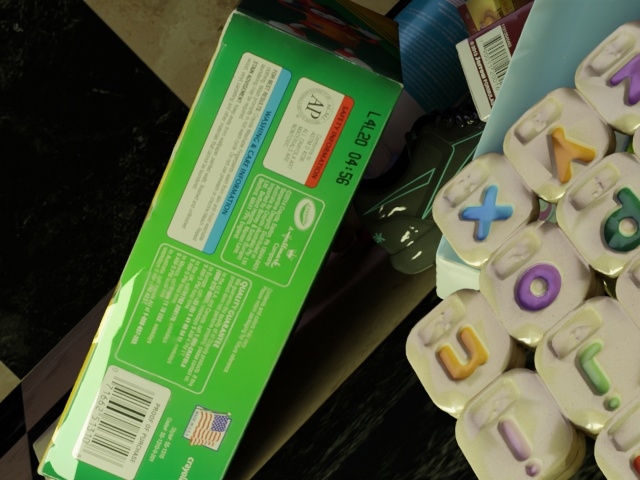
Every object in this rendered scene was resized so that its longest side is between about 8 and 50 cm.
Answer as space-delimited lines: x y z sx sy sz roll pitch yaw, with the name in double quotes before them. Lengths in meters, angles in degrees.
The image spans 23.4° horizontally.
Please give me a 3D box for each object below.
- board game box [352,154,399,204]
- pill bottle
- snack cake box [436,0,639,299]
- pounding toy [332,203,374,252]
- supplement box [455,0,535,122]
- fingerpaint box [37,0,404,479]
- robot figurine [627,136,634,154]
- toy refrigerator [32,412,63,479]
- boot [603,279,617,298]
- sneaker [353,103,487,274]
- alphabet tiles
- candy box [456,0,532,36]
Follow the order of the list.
"board game box" 0.025 -0.131 1.927 0.039 0.160 0.211 -38 11 37
"pill bottle" 0.124 -0.199 1.846 0.264 0.146 0.146 -46 10 -9
"snack cake box" 0.160 -0.080 1.007 0.152 0.089 0.264 73 -142 -79
"pounding toy" 0.000 0.000 1.747 0.183 0.110 0.237 -108 34 -67
"supplement box" 0.240 -0.163 1.182 0.239 0.073 0.130 -27 -22 30
"fingerpaint box" -0.079 -0.010 1.453 0.371 0.163 0.445 -84 18 -75
"robot figurine" 0.212 -0.068 1.192 0.101 0.067 0.115 -15 -8 -31
"toy refrigerator" -0.235 0.240 1.629 0.094 0.102 0.269 -47 11 -9
"boot" 0.249 -0.058 0.986 0.236 0.089 0.269 -41 7 2
"sneaker" 0.145 -0.086 1.432 0.267 0.106 0.101 -42 9 5
"alphabet tiles" 0.174 0.008 0.812 0.284 0.021 0.278 -42 41 10
"candy box" 0.221 -0.196 1.369 0.186 0.109 0.053 -29 5 -29
